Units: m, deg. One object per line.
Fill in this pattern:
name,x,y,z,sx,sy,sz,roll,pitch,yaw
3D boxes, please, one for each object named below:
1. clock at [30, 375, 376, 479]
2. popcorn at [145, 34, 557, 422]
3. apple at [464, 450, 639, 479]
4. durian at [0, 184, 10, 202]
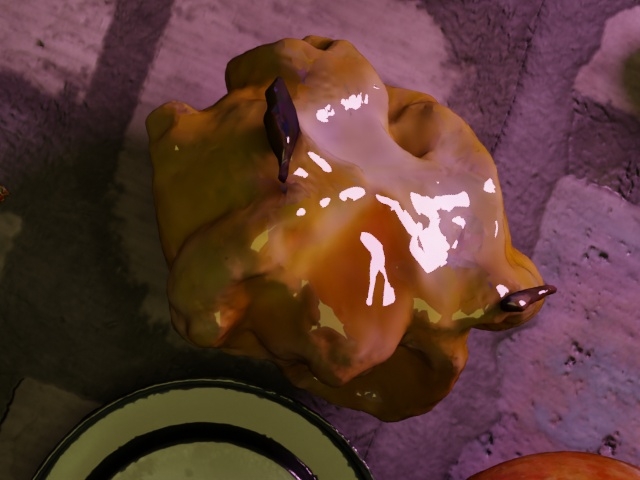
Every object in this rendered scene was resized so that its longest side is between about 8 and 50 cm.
clock,-0.097,0.268,1.388,0.319,0.066,0.318,0,91,-6
popcorn,0.000,0.000,1.304,0.297,0.281,0.315,-33,92,-39
apple,0.174,0.315,1.325,0.250,0.277,0.309,31,63,6
durian,-0.347,-0.020,1.340,0.208,0.102,0.146,-20,97,-29
